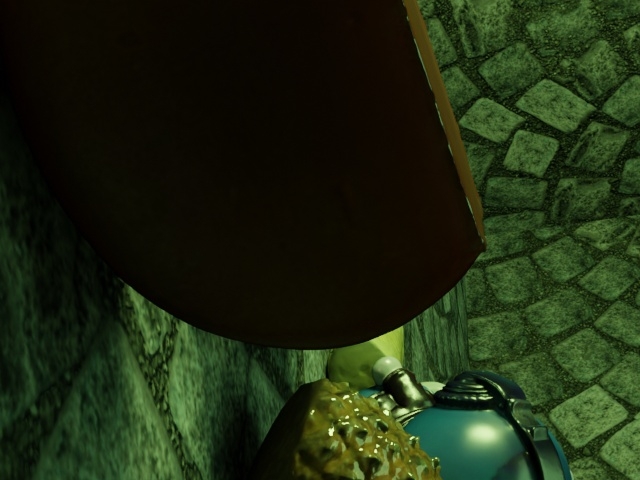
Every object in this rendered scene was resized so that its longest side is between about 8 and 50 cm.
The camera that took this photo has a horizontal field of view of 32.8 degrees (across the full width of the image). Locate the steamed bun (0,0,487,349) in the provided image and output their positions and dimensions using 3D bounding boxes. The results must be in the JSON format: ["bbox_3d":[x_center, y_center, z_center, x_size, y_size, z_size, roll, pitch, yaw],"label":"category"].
[{"bbox_3d":[-0.058,-0.115,0.694,0.235,0.248,0.379,-59,129,-75],"label":"steamed bun"}]

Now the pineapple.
[{"bbox_3d":[0.095,0.276,1.017,0.340,0.169,0.169,36,24,-9],"label":"pineapple"}]

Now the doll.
[{"bbox_3d":[0.145,0.278,1.223,0.240,0.310,0.284,2,101,-43],"label":"doll"}]

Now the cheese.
[{"bbox_3d":[0.068,0.162,1.472,0.167,0.093,0.123,-48,128,-75],"label":"cheese"}]
